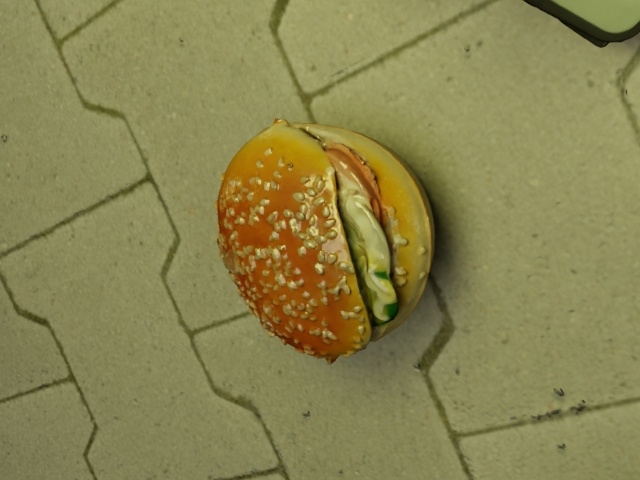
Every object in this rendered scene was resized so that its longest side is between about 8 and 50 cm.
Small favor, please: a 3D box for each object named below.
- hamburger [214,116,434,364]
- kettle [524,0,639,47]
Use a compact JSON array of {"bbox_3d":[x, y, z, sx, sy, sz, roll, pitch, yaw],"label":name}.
[{"bbox_3d":[-0.002,-0.004,0.883,0.237,0.147,0.237,14,113,34],"label":"hamburger"},{"bbox_3d":[0.181,-0.340,0.606,0.361,0.250,0.377,27,128,-9],"label":"kettle"}]
